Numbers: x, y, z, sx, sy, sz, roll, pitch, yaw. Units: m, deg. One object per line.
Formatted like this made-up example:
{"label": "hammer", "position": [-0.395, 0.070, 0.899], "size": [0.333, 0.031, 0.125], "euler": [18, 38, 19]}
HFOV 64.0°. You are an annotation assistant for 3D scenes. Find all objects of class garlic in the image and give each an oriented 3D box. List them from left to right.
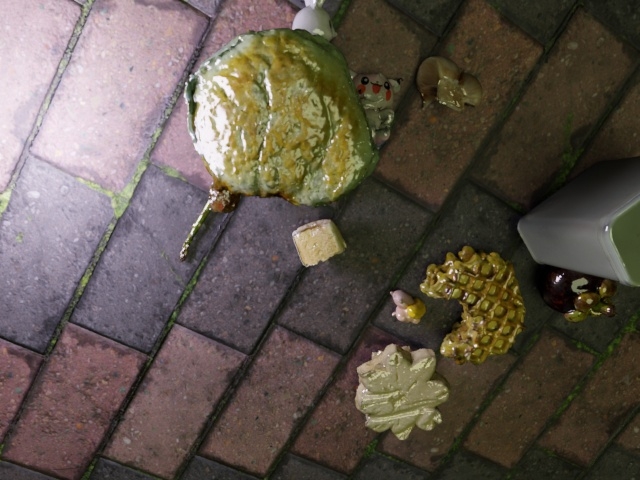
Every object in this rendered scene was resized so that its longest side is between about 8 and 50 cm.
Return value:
{"label": "garlic", "position": [0.320, -0.378, 1.267], "size": [0.174, 0.099, 0.124], "euler": [19, 86, -17]}

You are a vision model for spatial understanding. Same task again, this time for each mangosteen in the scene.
{"label": "mangosteen", "position": [0.720, 0.136, 1.416], "size": [0.192, 0.217, 0.192], "euler": [-10, 129, -12]}

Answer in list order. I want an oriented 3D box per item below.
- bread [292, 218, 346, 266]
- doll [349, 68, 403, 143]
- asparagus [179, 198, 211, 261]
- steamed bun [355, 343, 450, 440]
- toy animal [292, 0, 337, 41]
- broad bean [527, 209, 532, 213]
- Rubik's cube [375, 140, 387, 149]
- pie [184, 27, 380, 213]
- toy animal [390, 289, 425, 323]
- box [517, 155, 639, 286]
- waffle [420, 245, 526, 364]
{"label": "bread", "position": [-0.001, 0.001, 1.356], "size": [0.125, 0.082, 0.106], "euler": [-19, 100, 10]}
{"label": "doll", "position": [0.119, -0.325, 1.238], "size": [0.149, 0.095, 0.192], "euler": [12, 81, -8]}
{"label": "asparagus", "position": [-0.310, -0.049, 1.328], "size": [0.024, 0.025, 0.249], "euler": [14, 112, -56]}
{"label": "steamed bun", "position": [0.230, 0.419, 1.497], "size": [0.295, 0.137, 0.292], "euler": [26, 105, -8]}
{"label": "toy animal", "position": [-0.005, -0.510, 1.168], "size": [0.130, 0.104, 0.221], "euler": [19, 106, -11]}
{"label": "broad bean", "position": [0.692, -0.037, 1.442], "size": [0.255, 0.052, 0.053], "euler": [13, 103, -11]}
{"label": "Rubik's cube", "position": [0.106, -0.212, 1.272], "size": [0.178, 0.190, 0.212], "euler": [-25, 116, -17]}
{"label": "pie", "position": [-0.087, -0.262, 1.145], "size": [0.417, 0.180, 0.396], "euler": [-8, 104, 18]}
{"label": "toy animal", "position": [0.240, 0.200, 1.451], "size": [0.114, 0.091, 0.082], "euler": [29, 117, -17]}
{"label": "box", "position": [0.726, -0.064, 1.246], "size": [0.351, 0.344, 0.178], "euler": [-35, 99, -8]}
{"label": "waffle", "position": [0.431, 0.186, 1.438], "size": [0.260, 0.151, 0.325], "euler": [-19, 111, 3]}
